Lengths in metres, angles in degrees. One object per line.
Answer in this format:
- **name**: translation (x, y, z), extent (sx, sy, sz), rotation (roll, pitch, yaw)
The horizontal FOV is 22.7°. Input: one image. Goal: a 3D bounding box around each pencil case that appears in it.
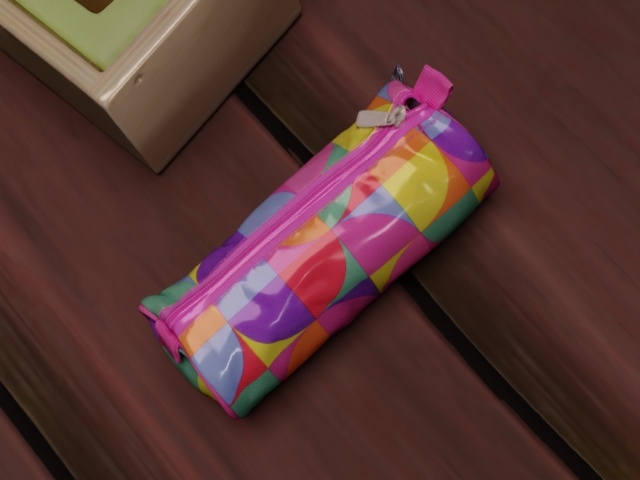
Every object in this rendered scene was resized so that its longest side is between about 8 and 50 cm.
- **pencil case**: translation (0.000, 0.000, 0.979), extent (0.236, 0.104, 0.104), rotation (-44, 69, -4)

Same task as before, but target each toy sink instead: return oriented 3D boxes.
- **toy sink**: translation (-0.156, -0.185, 1.054), extent (0.234, 0.131, 0.153), rotation (39, 83, 21)
